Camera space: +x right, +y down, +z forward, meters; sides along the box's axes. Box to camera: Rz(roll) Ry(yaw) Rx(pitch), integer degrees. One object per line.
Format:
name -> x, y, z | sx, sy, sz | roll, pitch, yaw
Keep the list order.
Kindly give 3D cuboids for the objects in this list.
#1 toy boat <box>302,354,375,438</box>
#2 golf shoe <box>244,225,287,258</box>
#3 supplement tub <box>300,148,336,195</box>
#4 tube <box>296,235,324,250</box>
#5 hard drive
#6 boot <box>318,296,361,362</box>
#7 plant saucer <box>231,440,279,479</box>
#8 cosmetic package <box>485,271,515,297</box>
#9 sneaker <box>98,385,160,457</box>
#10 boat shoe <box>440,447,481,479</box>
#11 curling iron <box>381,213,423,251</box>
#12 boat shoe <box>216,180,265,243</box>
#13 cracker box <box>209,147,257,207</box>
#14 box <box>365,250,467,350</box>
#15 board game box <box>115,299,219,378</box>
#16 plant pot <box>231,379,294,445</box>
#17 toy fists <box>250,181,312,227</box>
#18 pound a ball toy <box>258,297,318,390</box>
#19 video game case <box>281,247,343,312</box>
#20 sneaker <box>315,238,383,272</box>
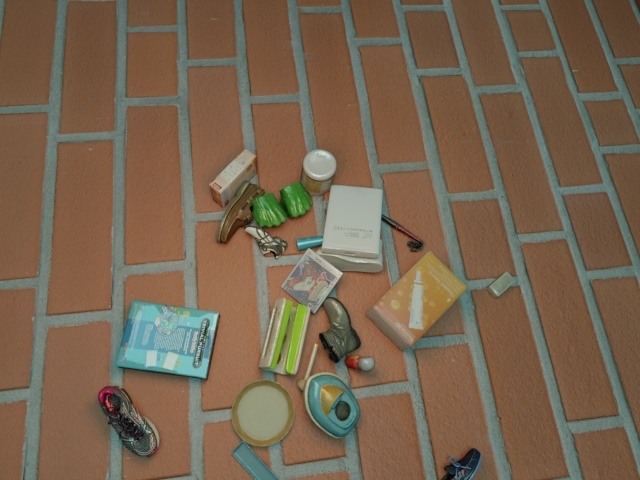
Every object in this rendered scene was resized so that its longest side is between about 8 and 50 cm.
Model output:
toy boat -> 0.082, 0.557, 1.801 | 0.267, 0.148, 0.318 | 47, 60, -16
golf shoe -> -0.240, 0.005, 2.017 | 0.198, 0.077, 0.094 | 27, 80, -7
supplement tub -> -0.012, -0.290, 2.093 | 0.144, 0.199, 0.144 | 2, 71, -6
tube -> 0.000, 0.000, 2.062 | 0.207, 0.080, 0.052 | -11, 98, -6
hard drive -> 0.141, -0.087, 2.055 | 0.233, 0.047, 0.353 | 6, 54, 4
boot -> 0.051, 0.346, 1.894 | 0.161, 0.083, 0.246 | -15, 70, -48
plant saucer -> -0.237, 0.821, 1.753 | 0.192, 0.018, 0.067 | 44, 95, 10
cosmetic package -> 0.784, 0.193, 2.094 | 0.115, 0.041, 0.060 | -35, 78, -16
sneaker -> -0.697, 0.653, 1.721 | 0.121, 0.112, 0.299 | -42, 80, -18
boat shoe -> 0.498, 0.871, 1.783 | 0.089, 0.109, 0.258 | 40, 69, 12
curling iron -> 0.344, -0.046, 2.133 | 0.274, 0.035, 0.068 | 42, 71, 8
boat shoe -> -0.335, -0.114, 2.040 | 0.104, 0.110, 0.307 | 23, 70, 3
cracker box -> -0.370, -0.266, 2.067 | 0.067, 0.155, 0.232 | 37, 70, 7
box -> 0.387, 0.247, 1.961 | 0.345, 0.168, 0.215 | -42, 80, -18
board game box -> -0.578, 0.382, 1.850 | 0.336, 0.079, 0.253 | 9, 69, -3
plant pot -> -0.217, 0.650, 1.820 | 0.236, 0.032, 0.236 | 2, 71, -6
toy fists -> -0.163, -0.142, 2.057 | 0.279, 0.096, 0.142 | -25, 86, -31
pound a ball toy -> -0.118, 0.410, 1.884 | 0.208, 0.136, 0.319 | 22, 67, -25
video game case -> -0.035, 0.163, 1.967 | 0.183, 0.023, 0.201 | 36, 93, 18
sneaker -> 0.123, 0.038, 2.055 | 0.293, 0.108, 0.169 | 7, 55, 1
